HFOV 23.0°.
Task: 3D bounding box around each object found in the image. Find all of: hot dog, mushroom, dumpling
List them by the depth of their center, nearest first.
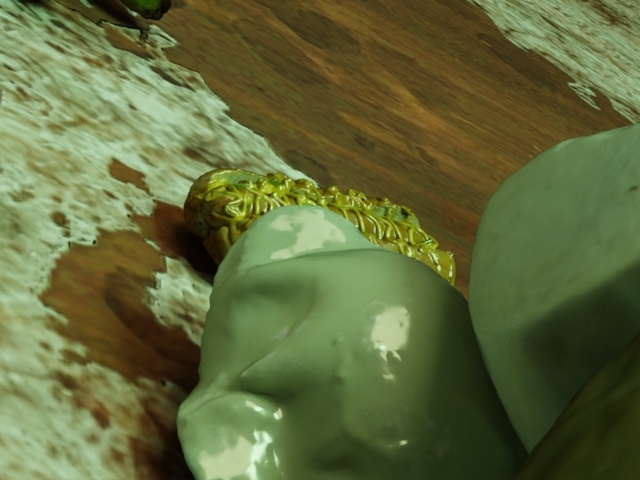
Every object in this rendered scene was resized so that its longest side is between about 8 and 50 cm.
[{"bbox_3d":[0.199,0.137,0.575,0.397,0.177,0.126,61,34,-19],"label":"mushroom"},{"bbox_3d":[0.006,0.071,0.594,0.134,0.100,0.169,-26,93,-33],"label":"dumpling"},{"bbox_3d":[0.000,0.000,0.774,0.165,0.045,0.071,12,33,-46],"label":"hot dog"}]

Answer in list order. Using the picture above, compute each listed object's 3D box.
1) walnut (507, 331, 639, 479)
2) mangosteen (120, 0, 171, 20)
[{"bbox_3d":[0.129,0.135,0.382,0.227,0.283,0.283,11,28,-12],"label":"walnut"},{"bbox_3d":[-0.143,-0.225,0.878,0.230,0.194,0.194,57,17,-15],"label":"mangosteen"}]
